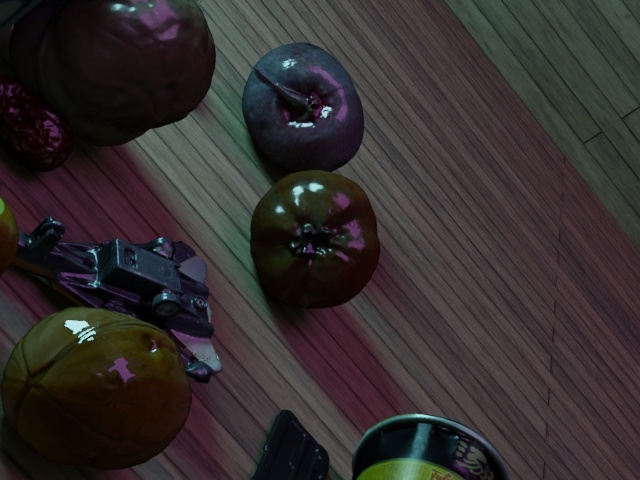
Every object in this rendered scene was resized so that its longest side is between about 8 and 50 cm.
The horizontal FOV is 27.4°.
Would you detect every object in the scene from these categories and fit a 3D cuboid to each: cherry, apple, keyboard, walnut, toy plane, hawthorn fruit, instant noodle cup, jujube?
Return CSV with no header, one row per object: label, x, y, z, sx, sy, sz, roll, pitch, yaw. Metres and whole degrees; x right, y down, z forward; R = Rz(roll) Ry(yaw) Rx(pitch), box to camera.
cherry,-0.026,-0.205,2.082,0.266,0.183,0.213,-33,103,-79
apple,-0.360,-0.006,1.314,0.114,0.099,0.102,17,29,-17
keyboard,-0.043,0.306,1.597,0.106,0.016,0.262,49,25,-12
walnut,-0.255,-0.235,1.627,0.248,0.248,0.248,42,27,-28
toy plane,-0.241,0.034,1.473,0.316,0.103,0.204,33,33,-41
walnut,-0.218,0.147,1.305,0.207,0.167,0.167,17,44,-57
hawthorn fruit,0.000,0.000,1.894,0.199,0.199,0.251,57,8,5
instant noodle cup,0.110,0.361,1.610,0.215,0.215,0.236,49,34,-13
jujube,-0.346,-0.138,1.537,0.129,0.077,0.077,48,24,0

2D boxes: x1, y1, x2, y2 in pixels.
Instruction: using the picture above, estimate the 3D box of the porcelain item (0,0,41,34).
porcelain item,-0.383,-0.394,1.541,0.157,0.281,0.286,38,30,-39
